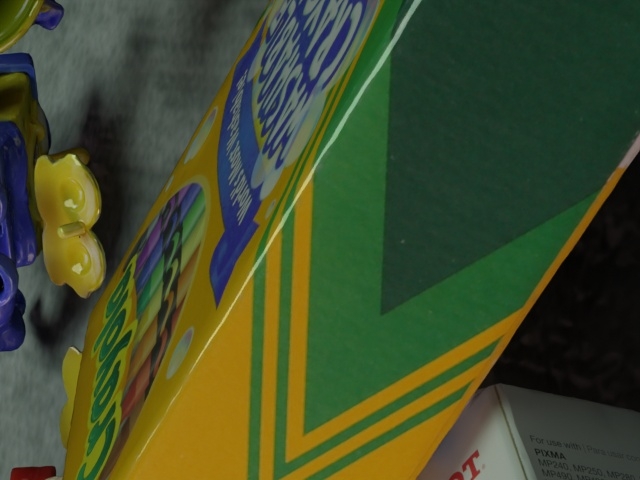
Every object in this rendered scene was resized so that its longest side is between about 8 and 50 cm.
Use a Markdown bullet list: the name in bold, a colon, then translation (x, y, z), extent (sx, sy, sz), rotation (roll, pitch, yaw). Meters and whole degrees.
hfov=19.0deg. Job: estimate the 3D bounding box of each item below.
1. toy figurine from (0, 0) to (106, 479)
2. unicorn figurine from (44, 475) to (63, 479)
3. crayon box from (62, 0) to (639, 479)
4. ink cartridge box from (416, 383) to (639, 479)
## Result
- **toy figurine**: translation (-0.207, -0.054, 0.986), extent (0.217, 0.191, 0.362), rotation (-105, 9, -72)
- **unicorn figurine**: translation (-0.138, 0.176, 0.920), extent (0.162, 0.060, 0.111), rotation (-32, 53, 52)
- **crayon box**: translation (0.000, 0.000, 0.634), extent (0.323, 0.083, 0.203), rotation (-59, 14, 19)
- **ink cartridge box**: translation (0.067, 0.149, 0.560), extent (0.127, 0.072, 0.175), rotation (-53, 37, 36)
